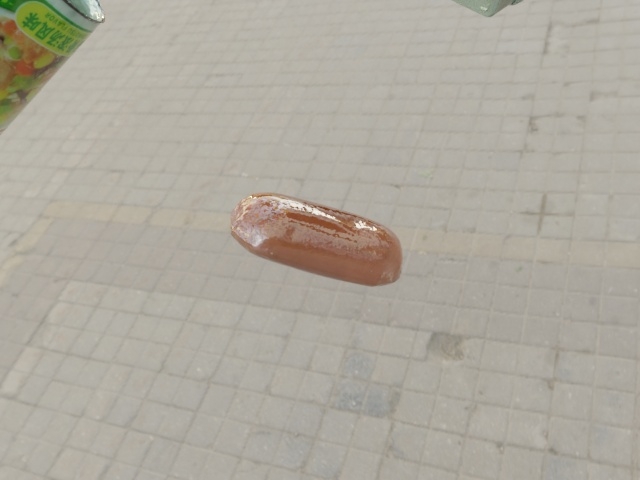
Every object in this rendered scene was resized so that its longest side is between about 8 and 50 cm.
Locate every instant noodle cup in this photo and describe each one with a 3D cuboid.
[{"bbox_3d":[-0.321,-0.174,0.553,0.232,0.207,0.207,-36,44,8],"label":"instant noodle cup"}]

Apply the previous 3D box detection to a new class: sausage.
[{"bbox_3d":[0.000,0.000,0.654,0.194,0.077,0.077,16,42,-22],"label":"sausage"}]

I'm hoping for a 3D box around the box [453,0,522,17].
[{"bbox_3d":[0.281,-0.510,1.150,0.210,0.148,0.129,37,62,23],"label":"box"}]
